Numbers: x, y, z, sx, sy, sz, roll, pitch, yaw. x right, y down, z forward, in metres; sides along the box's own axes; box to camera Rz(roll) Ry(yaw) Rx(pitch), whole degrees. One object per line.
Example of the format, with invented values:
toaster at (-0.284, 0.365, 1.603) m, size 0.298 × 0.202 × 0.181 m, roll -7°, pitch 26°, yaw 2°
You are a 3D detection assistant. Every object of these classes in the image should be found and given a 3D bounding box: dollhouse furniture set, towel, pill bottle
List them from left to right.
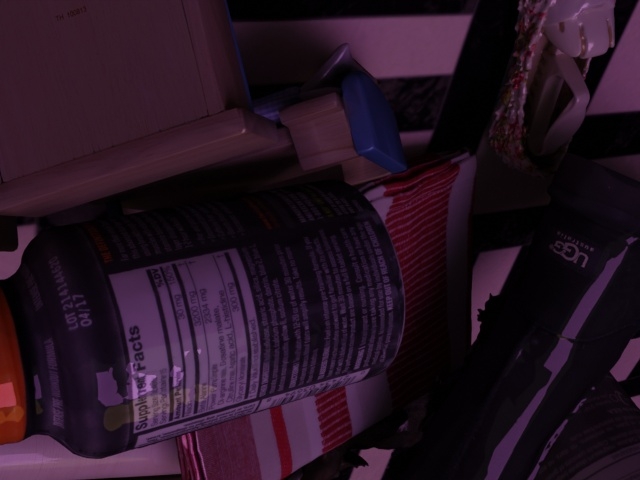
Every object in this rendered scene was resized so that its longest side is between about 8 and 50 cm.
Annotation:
dollhouse furniture set at (-0.122, -0.111, 0.549) m, size 0.286 × 0.198 × 0.303 m, roll -15°, pitch 175°, yaw 15°
pill bottle at (-0.085, 0.045, 0.495) m, size 0.245 × 0.130 × 0.130 m, roll -11°, pitch 137°, yaw -27°
towel at (0.019, 0.071, 0.714) m, size 0.329 × 0.037 × 0.237 m, roll -23°, pitch 122°, yaw -36°
pill bottle at (0.344, 0.316, 1.042) m, size 0.204 × 0.361 × 0.204 m, roll -17°, pitch 139°, yaw -15°

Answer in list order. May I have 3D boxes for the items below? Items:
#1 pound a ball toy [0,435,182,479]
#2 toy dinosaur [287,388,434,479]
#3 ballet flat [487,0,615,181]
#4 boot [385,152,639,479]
pound a ball toy at (-0.127, 0.181, 0.733) m, size 0.319 × 0.208 × 0.136 m, roll 8°, pitch 132°, yaw -35°
toy dinosaur at (0.095, 0.192, 0.981) m, size 0.313 × 0.121 × 0.160 m, roll -12°, pitch 149°, yaw -27°
ballet flat at (0.196, -0.148, 0.689) m, size 0.091 × 0.077 × 0.241 m, roll -14°, pitch 137°, yaw -15°
boot at (0.210, 0.154, 0.826) m, size 0.367 × 0.146 × 0.445 m, roll 8°, pitch 109°, yaw -55°
